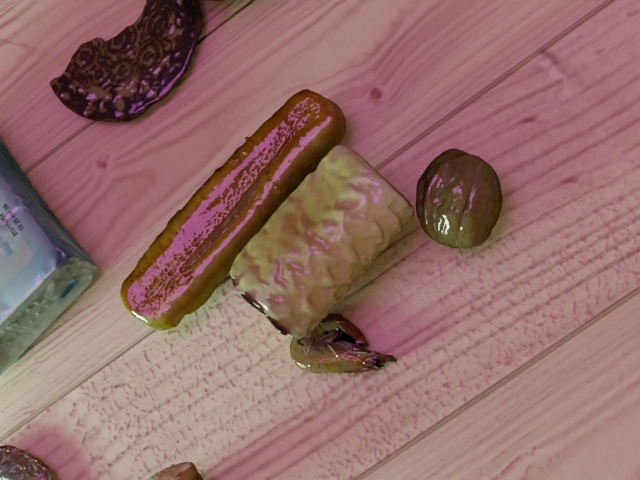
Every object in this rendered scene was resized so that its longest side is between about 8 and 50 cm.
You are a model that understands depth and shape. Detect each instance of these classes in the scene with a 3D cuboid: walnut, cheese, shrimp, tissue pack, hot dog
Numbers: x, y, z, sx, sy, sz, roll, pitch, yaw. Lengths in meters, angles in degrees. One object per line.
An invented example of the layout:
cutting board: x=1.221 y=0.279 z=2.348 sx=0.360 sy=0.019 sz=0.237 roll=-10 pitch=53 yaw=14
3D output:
walnut: x=0.125 y=-0.037 z=1.337 sx=0.092 sy=0.092 sz=0.092 roll=-8 pitch=71 yaw=23
cheese: x=0.000 y=0.000 z=1.363 sx=0.167 sy=0.094 sz=0.123 roll=-49 pitch=18 yaw=4
shrimp: x=0.020 y=0.096 z=1.376 sx=0.108 sy=0.023 sz=0.059 roll=-2 pitch=64 yaw=24
tissue pack: x=-0.370 y=-0.002 z=1.551 sx=0.177 sy=0.089 sz=0.263 roll=-45 pitch=64 yaw=7
hot dog: x=-0.082 y=-0.029 z=1.439 sx=0.286 sy=0.061 sz=0.088 roll=-44 pitch=65 yaw=5

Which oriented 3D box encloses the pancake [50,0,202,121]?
pancake: x=-0.210 y=-0.211 z=1.581 sx=0.190 sy=0.020 sz=0.184 roll=-15 pitch=69 yaw=19

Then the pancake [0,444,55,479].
pancake: x=-0.322 y=0.285 z=1.471 sx=0.158 sy=0.028 sz=0.158 roll=-6 pitch=73 yaw=20

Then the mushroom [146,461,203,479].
mushroom: x=-0.190 y=0.284 z=1.390 sx=0.202 sy=0.059 sz=0.054 roll=-38 pitch=45 yaw=9
